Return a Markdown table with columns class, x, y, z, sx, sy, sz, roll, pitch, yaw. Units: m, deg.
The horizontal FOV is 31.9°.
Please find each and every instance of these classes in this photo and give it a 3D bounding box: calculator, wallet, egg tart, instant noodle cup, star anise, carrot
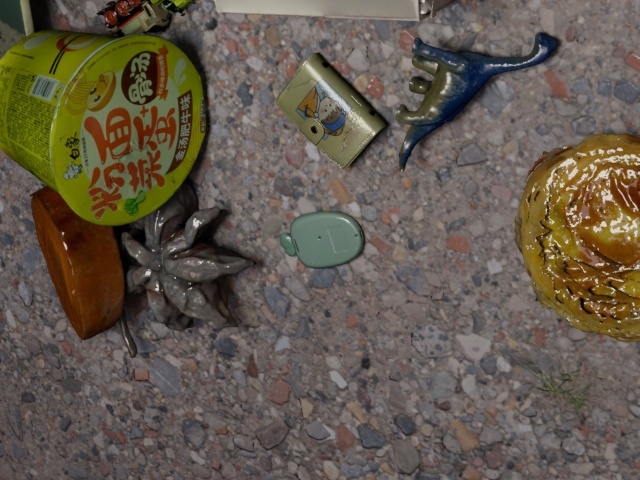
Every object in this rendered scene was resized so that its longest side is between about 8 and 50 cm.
| class | x | y | z | sx | sy | sz | roll | pitch | yaw |
| --- | --- | --- | --- | --- | --- | --- | --- | --- | --- |
| calculator | 0.000 | 0.000 | 1.795 | 0.153 | 0.021 | 0.095 | -9 | 106 | 30 |
| wallet | 0.012 | -0.192 | 1.689 | 0.155 | 0.039 | 0.110 | 46 | 125 | 6 |
| egg tart | 0.400 | -0.007 | 1.505 | 0.297 | 0.132 | 0.297 | 5 | 99 | 33 |
| instant noodle cup | -0.362 | -0.198 | 1.764 | 0.221 | 0.311 | 0.311 | 23 | 123 | 36 |
| star anise | -0.254 | 0.056 | 1.894 | 0.315 | 0.139 | 0.360 | 8 | 110 | 39 |
| carrot | -0.431 | 0.037 | 1.961 | 0.258 | 0.100 | 0.307 | 51 | 146 | 39 |

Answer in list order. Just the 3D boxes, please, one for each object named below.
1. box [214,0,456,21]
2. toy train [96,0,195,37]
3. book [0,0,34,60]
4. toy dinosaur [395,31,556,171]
| class | x | y | z | sx | sy | sz | roll | pitch | yaw |
| --- | --- | --- | --- | --- | --- | --- | --- | --- | --- |
| box | 0.031 | -0.382 | 1.508 | 0.332 | 0.173 | 0.145 | 8 | 115 | 27 |
| toy train | -0.248 | -0.380 | 1.748 | 0.249 | 0.053 | 0.085 | -24 | 100 | 35 |
| book | -0.572 | -0.404 | 1.844 | 0.264 | 0.031 | 0.379 | 33 | 149 | 15 |
| toy dinosaur | 0.205 | -0.193 | 1.563 | 0.188 | 0.075 | 0.248 | 20 | 115 | 13 |
